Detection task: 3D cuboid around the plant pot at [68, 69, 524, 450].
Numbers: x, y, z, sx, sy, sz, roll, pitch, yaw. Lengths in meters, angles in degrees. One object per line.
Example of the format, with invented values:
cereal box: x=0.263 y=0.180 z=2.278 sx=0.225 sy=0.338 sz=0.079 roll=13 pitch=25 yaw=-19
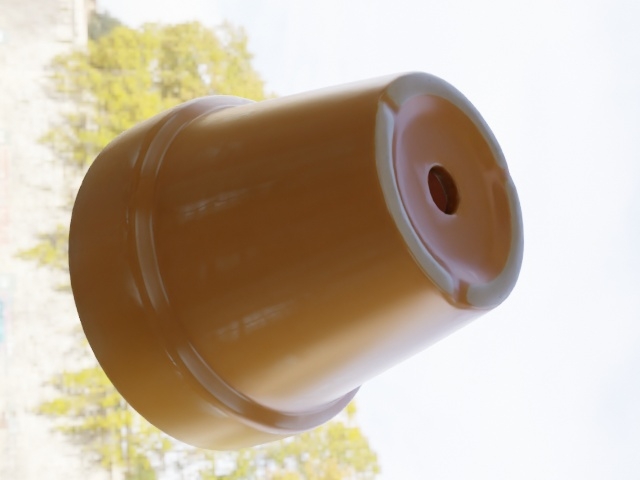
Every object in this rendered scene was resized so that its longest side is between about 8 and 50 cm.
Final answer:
plant pot: x=0.000 y=0.000 z=0.611 sx=0.188 sy=0.205 sz=0.205 roll=-20 pitch=-112 yaw=38
